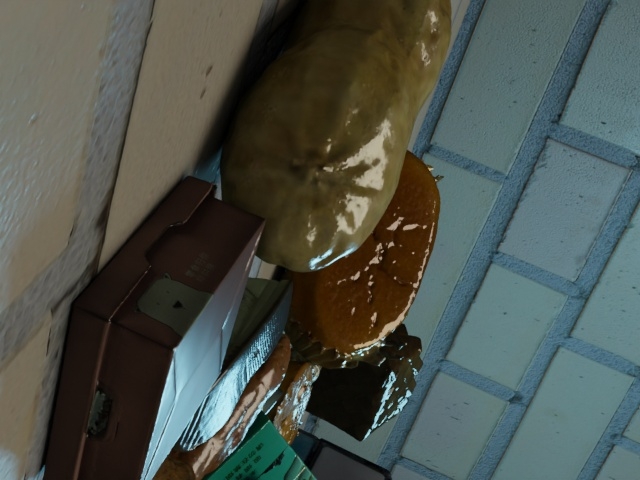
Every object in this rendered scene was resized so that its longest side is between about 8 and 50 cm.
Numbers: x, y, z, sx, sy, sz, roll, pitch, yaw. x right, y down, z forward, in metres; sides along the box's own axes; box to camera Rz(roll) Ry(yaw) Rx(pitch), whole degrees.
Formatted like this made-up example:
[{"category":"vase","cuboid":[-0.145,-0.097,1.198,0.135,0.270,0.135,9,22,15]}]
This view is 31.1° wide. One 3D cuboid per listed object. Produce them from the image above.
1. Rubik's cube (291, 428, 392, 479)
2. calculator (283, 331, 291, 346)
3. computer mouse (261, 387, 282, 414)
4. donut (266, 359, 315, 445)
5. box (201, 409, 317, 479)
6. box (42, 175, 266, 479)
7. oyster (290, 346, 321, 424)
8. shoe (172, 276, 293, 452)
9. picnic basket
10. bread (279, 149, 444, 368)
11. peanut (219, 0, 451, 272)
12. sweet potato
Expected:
[{"category":"Rubik's cube","cuboid":[-0.090,0.549,2.094,0.313,0.318,0.316,-55,167,-53]},{"category":"calculator","cuboid":[-0.008,0.061,2.190,0.256,0.054,0.386,98,18,-69]},{"category":"computer mouse","cuboid":[-0.134,0.238,1.597,0.167,0.090,0.379,-47,177,-5]},{"category":"donut","cuboid":[-0.108,0.312,1.911,0.277,0.108,0.277,20,90,-79]},{"category":"box","cuboid":[-0.098,0.314,1.466,0.161,0.042,0.226,-41,146,-10]},{"category":"box","cuboid":[-0.140,0.087,0.993,0.215,0.086,0.215,-59,170,-54]},{"category":"oyster","cuboid":[-0.099,0.358,2.303,0.396,0.111,0.204,-66,172,31]},{"category":"shoe","cuboid":[-0.119,0.126,1.284,0.275,0.098,0.103,-54,158,-54]},{"category":"picnic basket","cuboid":[0.074,0.250,2.480,0.321,0.291,0.254,-34,148,-62]},{"category":"bread","cuboid":[0.061,0.022,1.919,0.183,0.236,0.389,150,-43,-71]},{"category":"peanut","cuboid":[0.020,-0.146,1.137,0.192,0.169,0.387,93,17,-61]},{"category":"sweet potato","cuboid":[-0.119,0.200,1.351,0.251,0.097,0.097,-43,164,-24]}]
